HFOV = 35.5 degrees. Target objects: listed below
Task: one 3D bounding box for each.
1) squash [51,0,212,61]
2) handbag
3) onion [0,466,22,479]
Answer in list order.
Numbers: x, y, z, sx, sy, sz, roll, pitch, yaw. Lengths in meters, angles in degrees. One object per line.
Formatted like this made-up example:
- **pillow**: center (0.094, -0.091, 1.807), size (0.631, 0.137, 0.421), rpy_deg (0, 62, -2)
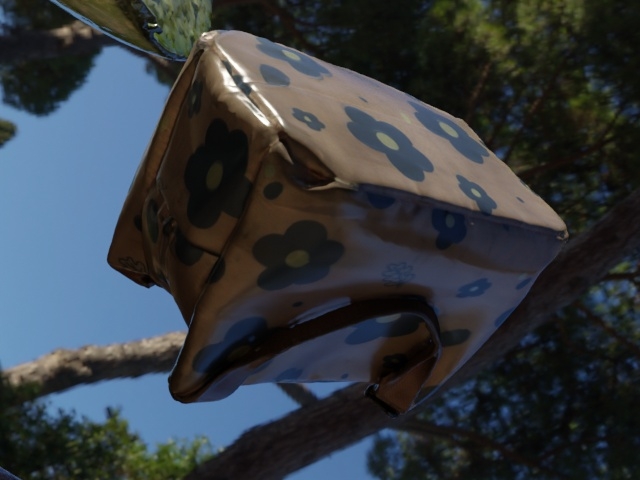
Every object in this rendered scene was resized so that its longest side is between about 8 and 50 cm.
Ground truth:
- **squash**: center (-0.156, -0.267, 0.701), size (0.210, 0.309, 0.234), rpy_deg (-32, -141, 35)
- **handbag**: center (0.000, 0.000, 0.646), size (0.193, 0.251, 0.190), rpy_deg (-59, -135, 22)
- **onion**: center (-0.300, 0.305, 0.628), size (0.341, 0.341, 0.341), rpy_deg (25, -58, 47)
